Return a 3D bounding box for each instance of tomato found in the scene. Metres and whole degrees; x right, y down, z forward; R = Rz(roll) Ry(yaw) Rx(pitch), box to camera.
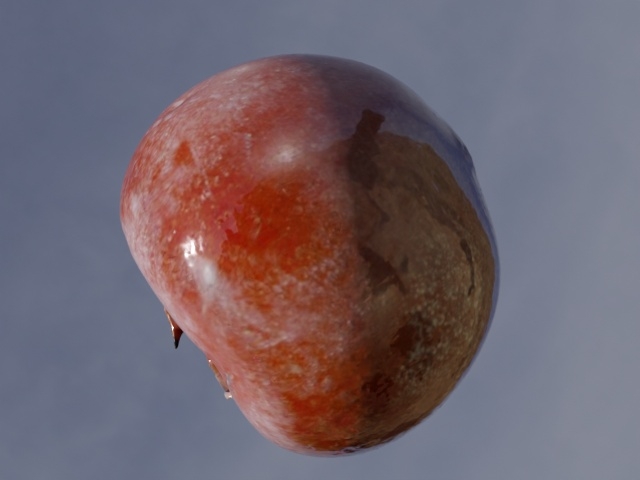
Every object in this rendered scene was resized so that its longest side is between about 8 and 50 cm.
[{"bbox_3d":[0.000,0.000,1.043,0.227,0.270,0.270,-36,-35,2],"label":"tomato"}]
